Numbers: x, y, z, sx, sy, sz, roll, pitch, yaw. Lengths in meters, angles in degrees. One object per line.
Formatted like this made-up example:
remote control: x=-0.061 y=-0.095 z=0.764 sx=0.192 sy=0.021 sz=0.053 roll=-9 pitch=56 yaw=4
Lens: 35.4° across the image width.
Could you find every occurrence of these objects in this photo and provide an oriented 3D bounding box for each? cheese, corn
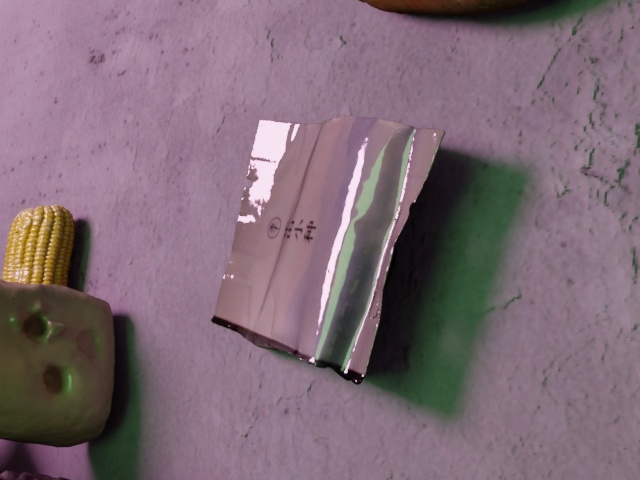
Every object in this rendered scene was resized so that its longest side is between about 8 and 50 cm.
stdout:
cheese: x=-0.317 y=0.102 z=0.940 sx=0.093 sy=0.263 sz=0.159 roll=-31 pitch=54 yaw=46
corn: x=-0.307 y=0.045 z=1.089 sx=0.085 sy=0.063 sz=0.165 roll=-5 pitch=74 yaw=16

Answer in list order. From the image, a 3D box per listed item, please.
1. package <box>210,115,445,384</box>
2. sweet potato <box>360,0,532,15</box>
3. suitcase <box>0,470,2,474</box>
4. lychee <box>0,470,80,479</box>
package: x=0.000 y=0.000 z=0.835 sx=0.251 sy=0.062 sz=0.203 roll=14 pitch=86 yaw=57
sweet potato: x=0.148 y=-0.230 z=0.756 sx=0.346 sy=0.079 sz=0.108 roll=-17 pitch=53 yaw=34
suitcase: x=-0.457 y=0.202 z=0.885 sx=0.152 sy=0.335 sz=0.229 roll=-46 pitch=65 yaw=10
lychee: x=-0.248 y=0.318 z=0.784 sx=0.300 sy=0.300 sz=0.299 roll=-15 pitch=67 yaw=38
